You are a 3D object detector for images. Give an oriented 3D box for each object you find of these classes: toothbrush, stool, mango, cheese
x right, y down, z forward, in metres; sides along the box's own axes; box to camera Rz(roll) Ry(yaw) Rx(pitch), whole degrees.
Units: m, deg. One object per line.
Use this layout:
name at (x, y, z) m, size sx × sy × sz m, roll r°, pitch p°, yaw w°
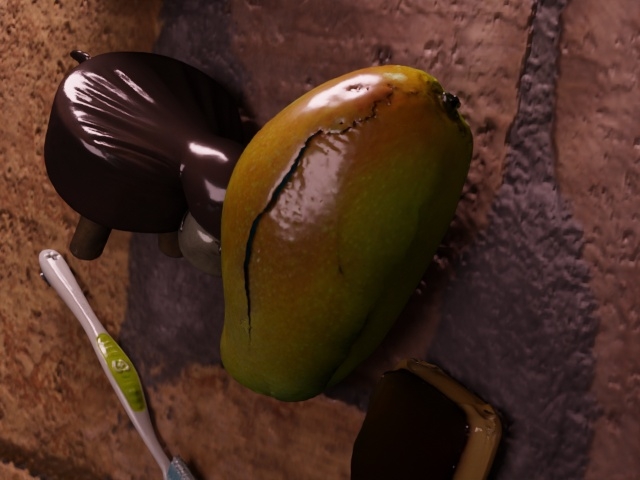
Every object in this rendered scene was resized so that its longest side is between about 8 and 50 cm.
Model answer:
toothbrush at (-0.151, 0.095, 1.090) m, size 0.263 × 0.022 × 0.026 m, roll 51°, pitch 136°, yaw 37°
stool at (-0.102, -0.040, 0.987) m, size 0.217 × 0.125 × 0.121 m, roll 39°, pitch 133°, yaw 22°
mango at (0.000, 0.000, 0.864) m, size 0.125 × 0.111 × 0.233 m, roll 39°, pitch 119°, yaw 13°
cheese at (0.048, 0.155, 0.857) m, size 0.086 × 0.036 × 0.162 m, roll 32°, pitch 110°, yaw 41°
